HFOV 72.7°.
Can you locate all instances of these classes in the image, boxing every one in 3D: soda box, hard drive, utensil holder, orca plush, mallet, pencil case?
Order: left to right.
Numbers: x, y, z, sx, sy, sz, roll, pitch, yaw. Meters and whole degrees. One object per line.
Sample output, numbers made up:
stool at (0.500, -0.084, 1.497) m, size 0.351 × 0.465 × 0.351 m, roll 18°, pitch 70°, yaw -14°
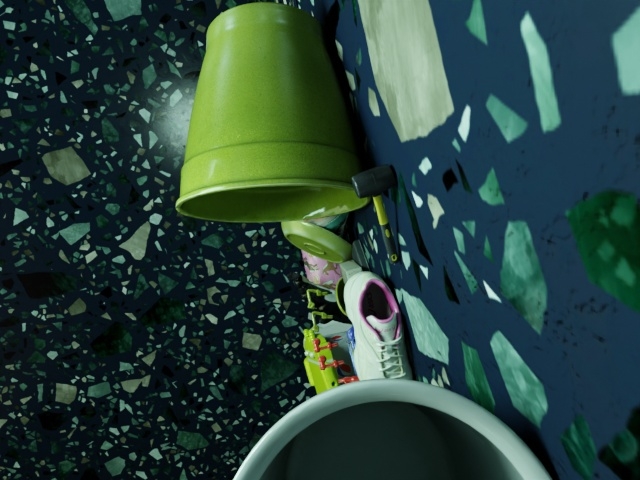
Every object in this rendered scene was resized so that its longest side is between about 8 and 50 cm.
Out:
pencil case at (0.000, 0.000, 1.462) m, size 0.167 × 0.160 × 0.386 m, roll -24°, pitch 80°, yaw 67°
orca plush at (0.019, 0.198, 1.320) m, size 0.287 × 0.151 × 0.102 m, roll 43°, pitch -137°, yaw -32°
soda box at (0.078, 0.449, 1.429) m, size 0.091 × 0.098 × 0.286 m, roll -112°, pitch 12°, yaw -76°
hard drive at (0.111, 0.077, 1.135) m, size 0.094 × 0.022 × 0.135 m, roll 83°, pitch 170°, yaw -65°
utensil holder at (0.071, 0.340, 0.552) m, size 0.385 × 0.327 × 0.328 m, roll 82°, pitch 172°, yaw -74°
mallet at (0.109, -0.038, 0.698) m, size 0.190 × 0.062 × 0.039 m, roll 59°, pitch -172°, yaw -37°

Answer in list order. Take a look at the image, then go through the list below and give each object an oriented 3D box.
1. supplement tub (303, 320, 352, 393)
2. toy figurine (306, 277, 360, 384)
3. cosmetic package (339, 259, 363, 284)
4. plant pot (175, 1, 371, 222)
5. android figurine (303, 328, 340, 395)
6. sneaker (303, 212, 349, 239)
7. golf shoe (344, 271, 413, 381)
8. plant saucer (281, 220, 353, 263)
supplement tub at (0.079, 0.471, 1.601) m, size 0.228 × 0.228 × 0.316 m, roll -119°, pitch 14°, yaw -74°
toy figurine at (0.087, 0.312, 1.280) m, size 0.217 × 0.191 × 0.362 m, roll 72°, pitch -178°, yaw -65°
cosmetic package at (0.082, 0.091, 1.116) m, size 0.115 × 0.041 × 0.060 m, roll -127°, pitch 22°, yaw -80°
plant pot at (-0.096, -0.237, 0.853) m, size 0.366 × 0.366 × 0.353 m, roll 113°, pitch 153°, yaw -84°
android figurine at (0.004, 0.404, 1.341) m, size 0.248 × 0.056 × 0.273 m, roll 153°, pitch 100°, yaw -72°
sneaker at (0.036, -0.055, 1.236) m, size 0.108 × 0.121 × 0.302 m, roll -70°, pitch 14°, yaw -14°
golf shoe at (0.122, 0.210, 0.880) m, size 0.140 × 0.115 × 0.306 m, roll 117°, pitch 137°, yaw -79°
plant saucer at (-0.011, 0.010, 1.249) m, size 0.241 × 0.241 × 0.037 m, roll 89°, pitch -155°, yaw -74°
